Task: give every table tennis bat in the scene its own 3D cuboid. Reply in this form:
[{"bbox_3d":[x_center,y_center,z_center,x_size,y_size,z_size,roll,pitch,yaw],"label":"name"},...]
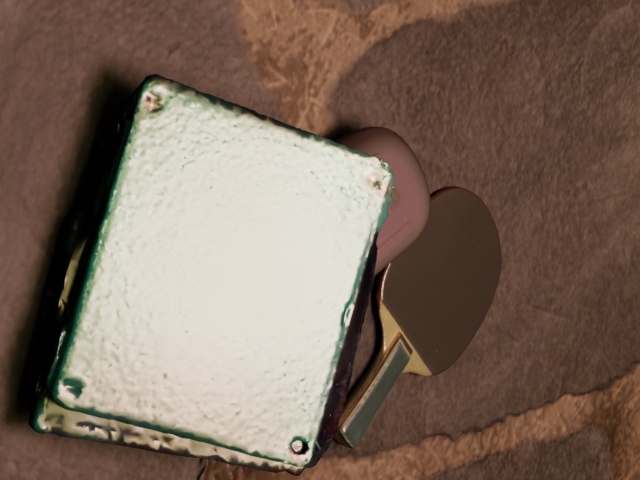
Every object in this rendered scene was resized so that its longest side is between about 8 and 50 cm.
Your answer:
[{"bbox_3d":[0.087,0.073,1.587,0.274,0.021,0.154,-56,132,-25],"label":"table tennis bat"}]

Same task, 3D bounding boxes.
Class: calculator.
[{"bbox_3d":[-0.080,0.032,1.328,0.248,0.058,0.274,15,87,-28],"label":"calculator"}]

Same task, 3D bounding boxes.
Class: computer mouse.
[{"bbox_3d":[0.000,0.000,1.447,0.232,0.057,0.120,-41,116,-27],"label":"computer mouse"}]
